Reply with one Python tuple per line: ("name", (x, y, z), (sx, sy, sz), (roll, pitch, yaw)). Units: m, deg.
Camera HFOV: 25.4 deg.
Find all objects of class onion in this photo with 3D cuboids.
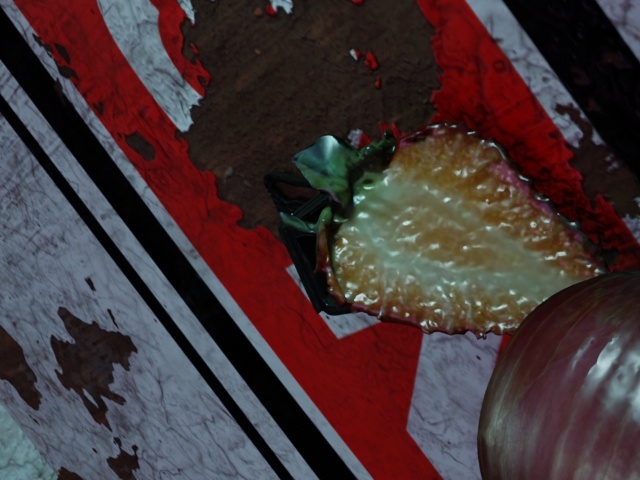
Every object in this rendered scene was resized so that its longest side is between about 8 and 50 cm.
("onion", (0.288, 0.166, 1.020), (0.353, 0.353, 0.353), (33, 145, 27))

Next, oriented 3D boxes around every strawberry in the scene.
("strawberry", (0.108, -0.003, 1.232), (0.286, 0.188, 0.106), (25, 180, 11))

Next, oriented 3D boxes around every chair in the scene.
("chair", (0.000, 0.000, 1.417), (0.229, 0.113, 0.106), (2, 123, 48))
